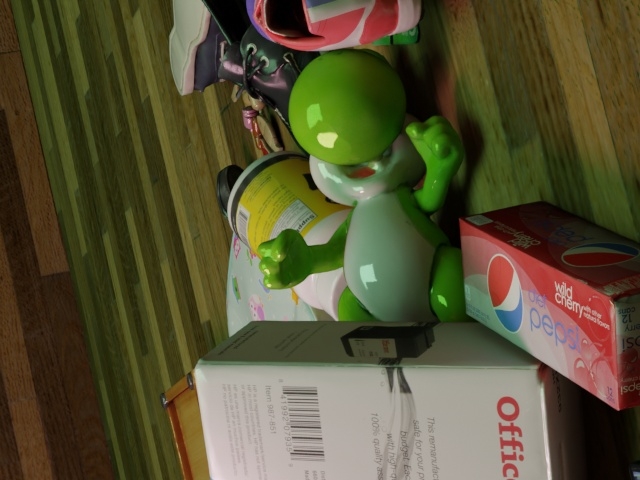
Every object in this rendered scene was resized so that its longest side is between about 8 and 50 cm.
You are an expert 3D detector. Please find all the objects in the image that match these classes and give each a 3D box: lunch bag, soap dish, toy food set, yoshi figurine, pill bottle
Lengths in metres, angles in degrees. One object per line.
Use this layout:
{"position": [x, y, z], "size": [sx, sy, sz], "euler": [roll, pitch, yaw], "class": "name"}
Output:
{"position": [-0.016, 0.087, 1.975], "size": [0.279, 0.108, 0.224], "euler": [-126, 36, -47], "class": "lunch bag"}
{"position": [-0.132, 0.277, 2.422], "size": [0.291, 0.118, 0.229], "euler": [138, 119, -70], "class": "soap dish"}
{"position": [-0.075, -0.148, 2.161], "size": [0.122, 0.019, 0.078], "euler": [63, 158, 19], "class": "toy food set"}
{"position": [0.050, -0.028, 1.600], "size": [0.203, 0.203, 0.362], "euler": [130, 129, -57], "class": "yoshi figurine"}
{"position": [0.000, 0.000, 1.802], "size": [0.208, 0.119, 0.119], "euler": [43, 141, 46], "class": "pill bottle"}

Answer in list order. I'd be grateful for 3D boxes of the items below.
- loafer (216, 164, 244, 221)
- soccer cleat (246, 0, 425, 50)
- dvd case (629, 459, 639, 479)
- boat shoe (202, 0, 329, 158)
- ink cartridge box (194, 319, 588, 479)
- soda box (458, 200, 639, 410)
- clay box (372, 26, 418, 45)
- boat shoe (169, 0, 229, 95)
{"position": [-0.084, -0.036, 2.207], "size": [0.061, 0.062, 0.170], "euler": [-52, 52, 38], "class": "loafer"}
{"position": [-0.020, -0.226, 1.616], "size": [0.318, 0.116, 0.109], "euler": [14, 119, 65], "class": "soccer cleat"}
{"position": [0.303, 0.290, 1.280], "size": [0.180, 0.022, 0.253], "euler": [165, 93, -73], "class": "dvd case"}
{"position": [-0.068, -0.215, 1.941], "size": [0.127, 0.113, 0.340], "euler": [111, 143, -56], "class": "boat shoe"}
{"position": [0.068, 0.190, 1.476], "size": [0.129, 0.307, 0.223], "euler": [-36, -58, -63], "class": "ink cartridge box"}
{"position": [0.201, 0.045, 1.342], "size": [0.263, 0.083, 0.092], "euler": [-146, 48, -66], "class": "soda box"}
{"position": [0.031, -0.295, 1.676], "size": [0.127, 0.053, 0.222], "euler": [-167, 62, -70], "class": "clay box"}
{"position": [-0.140, -0.270, 2.181], "size": [0.254, 0.079, 0.095], "euler": [104, 147, -57], "class": "boat shoe"}
